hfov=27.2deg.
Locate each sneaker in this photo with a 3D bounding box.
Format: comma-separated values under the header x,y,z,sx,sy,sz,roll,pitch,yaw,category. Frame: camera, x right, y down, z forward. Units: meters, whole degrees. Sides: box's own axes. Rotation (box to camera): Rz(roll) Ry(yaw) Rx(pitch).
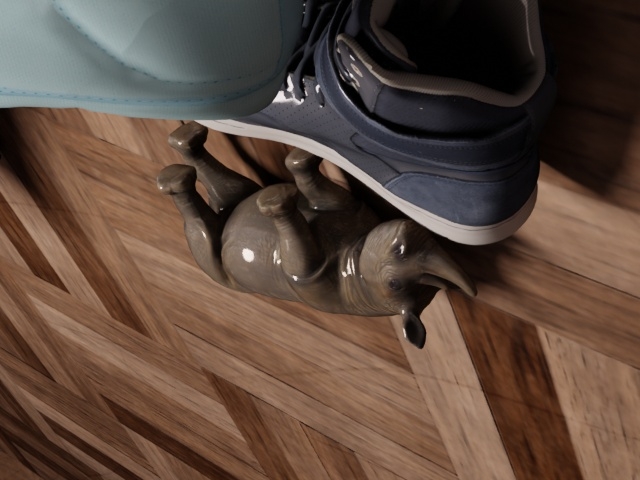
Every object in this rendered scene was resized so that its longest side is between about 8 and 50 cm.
x,y,z,sx,sy,sz,roll,pitch,yaw,category
-0.179,-0.104,0.479,0.366,0.135,0.150,14,143,20,sneaker
-0.003,-0.092,0.565,0.226,0.086,0.163,26,165,12,sneaker

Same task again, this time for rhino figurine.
x,y,z,sx,sy,sz,roll,pitch,yaw,category
0.000,0.000,0.769,0.243,0.073,0.106,16,142,45,rhino figurine
